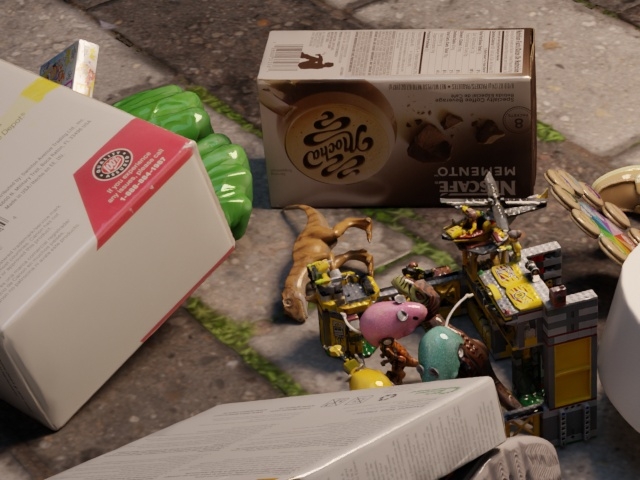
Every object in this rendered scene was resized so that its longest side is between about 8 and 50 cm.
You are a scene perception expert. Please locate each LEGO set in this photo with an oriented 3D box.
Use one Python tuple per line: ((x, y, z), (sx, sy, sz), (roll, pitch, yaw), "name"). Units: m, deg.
((0.122, 0.063, 1.786), (0.255, 0.192, 0.331), (-8, 34, -5), "LEGO set")

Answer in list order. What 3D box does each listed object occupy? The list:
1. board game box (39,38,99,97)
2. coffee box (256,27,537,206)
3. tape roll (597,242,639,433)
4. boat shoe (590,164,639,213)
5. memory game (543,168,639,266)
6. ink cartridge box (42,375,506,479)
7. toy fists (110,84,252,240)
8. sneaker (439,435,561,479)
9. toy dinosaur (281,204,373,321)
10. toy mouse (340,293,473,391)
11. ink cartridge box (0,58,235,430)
((-0.295, -0.140, 2.167), (0.026, 0.103, 0.154), (17, 67, -30), "board game box")
((0.089, -0.135, 2.107), (0.297, 0.168, 0.119), (0, 34, 7), "coffee box")
((0.396, 0.100, 1.724), (0.286, 0.100, 0.286), (7, 33, -5), "tape roll")
((0.359, -0.051, 2.050), (0.135, 0.050, 0.045), (-6, 29, -2), "boat shoe")
((0.297, -0.007, 1.914), (0.186, 0.012, 0.186), (38, 17, -13), "memory game")
((-0.070, 0.196, 1.545), (0.324, 0.071, 0.330), (-9, 8, 42), "ink cartridge box")
((-0.164, -0.079, 2.123), (0.142, 0.096, 0.279), (-30, 38, -8), "toy fists")
((0.061, 0.240, 1.599), (0.180, 0.125, 0.321), (3, 17, 39), "sneaker")
((0.000, 0.000, 2.011), (0.112, 0.064, 0.211), (-1, 34, 8), "toy dinosaur")
((0.076, 0.089, 1.687), (0.143, 0.031, 0.161), (-41, 47, 5), "toy mouse")
((-0.326, -0.019, 1.942), (0.384, 0.160, 0.279), (25, 61, 36), "ink cartridge box")
